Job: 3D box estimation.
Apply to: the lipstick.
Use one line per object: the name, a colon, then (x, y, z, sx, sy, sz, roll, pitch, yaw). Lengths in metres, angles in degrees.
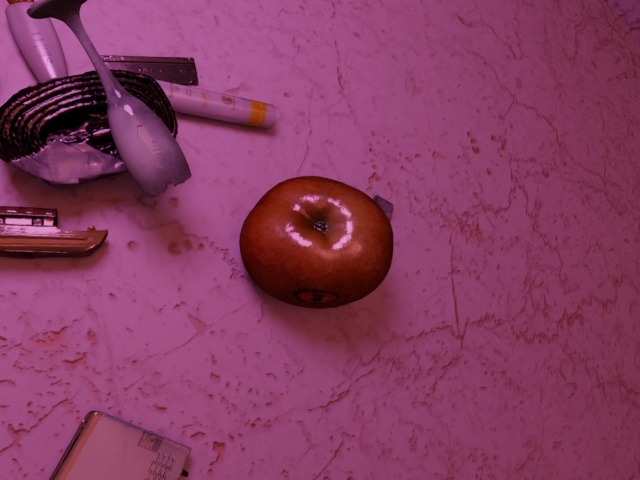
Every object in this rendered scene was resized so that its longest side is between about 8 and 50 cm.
lipstick: (-0.229, -0.291, 0.973, 0.264, 0.059, 0.059, 4, 77, -27)

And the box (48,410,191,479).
box: (-0.350, 0.444, 0.732, 0.211, 0.045, 0.270, 31, 56, -19)

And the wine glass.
wine glass: (-0.252, -0.265, 0.742, 0.264, 0.096, 0.309, -34, 115, -19)

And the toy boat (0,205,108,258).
toy boat: (-0.488, -0.016, 0.772, 0.226, 0.068, 0.087, 1, 73, -27)

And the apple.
apple: (0.000, 0.000, 0.919, 0.310, 0.250, 0.277, -5, 81, -26)

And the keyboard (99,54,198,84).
keyboard: (-0.357, -0.357, 0.947, 0.196, 0.018, 0.060, -10, 91, -29)

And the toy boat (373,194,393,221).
toy boat: (0.146, -0.053, 1.139, 0.063, 0.016, 0.115, 27, 67, -19)

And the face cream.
face cream: (-0.528, -0.375, 0.840, 0.072, 0.051, 0.182, -23, 91, -29)

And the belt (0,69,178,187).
belt: (-0.417, -0.200, 0.805, 0.289, 0.164, 0.184, -24, 116, -31)
